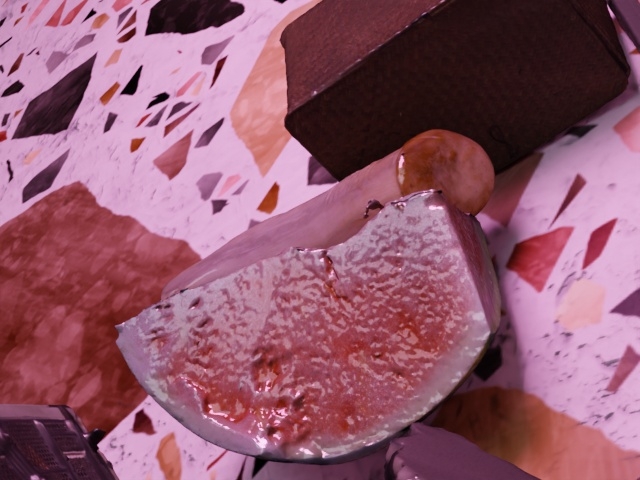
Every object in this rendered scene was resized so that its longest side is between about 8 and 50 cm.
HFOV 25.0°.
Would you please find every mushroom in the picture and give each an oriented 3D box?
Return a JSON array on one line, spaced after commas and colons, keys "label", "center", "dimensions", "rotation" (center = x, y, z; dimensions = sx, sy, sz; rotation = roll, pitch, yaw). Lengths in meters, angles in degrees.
[{"label": "mushroom", "center": [0.000, 0.000, 1.301], "dimensions": [0.351, 0.123, 0.095], "rotation": [-29, 73, 35]}]

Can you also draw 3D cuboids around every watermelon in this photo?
[{"label": "watermelon", "center": [-0.005, 0.077, 1.176], "dimensions": [0.305, 0.180, 0.224], "rotation": [-22, 21, 15]}]

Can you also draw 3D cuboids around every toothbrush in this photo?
[{"label": "toothbrush", "center": [0.289, -0.191, 1.302], "dimensions": [0.030, 0.030, 0.297], "rotation": [-12, 37, 1]}]

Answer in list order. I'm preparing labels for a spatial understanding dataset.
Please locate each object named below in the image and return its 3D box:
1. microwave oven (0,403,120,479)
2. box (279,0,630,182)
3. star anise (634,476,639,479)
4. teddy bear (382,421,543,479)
[{"label": "microwave oven", "center": [-0.215, 0.345, 0.886], "dimensions": [0.333, 0.247, 0.394], "rotation": [-39, 75, 11]}, {"label": "box", "center": [0.117, -0.166, 1.313], "dimensions": [0.273, 0.184, 0.143], "rotation": [-33, 35, 24]}, {"label": "star anise", "center": [0.208, 0.175, 0.855], "dimensions": [0.197, 0.212, 0.073], "rotation": [-39, 69, -20]}, {"label": "teddy bear", "center": [0.059, 0.244, 0.881], "dimensions": [0.171, 0.144, 0.251], "rotation": [159, 130, -83]}]
